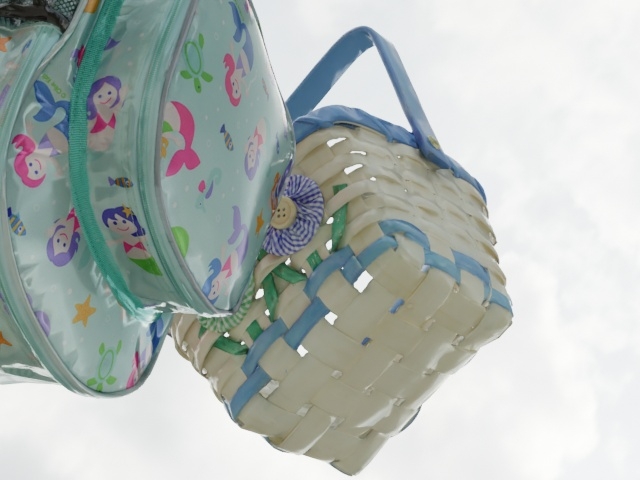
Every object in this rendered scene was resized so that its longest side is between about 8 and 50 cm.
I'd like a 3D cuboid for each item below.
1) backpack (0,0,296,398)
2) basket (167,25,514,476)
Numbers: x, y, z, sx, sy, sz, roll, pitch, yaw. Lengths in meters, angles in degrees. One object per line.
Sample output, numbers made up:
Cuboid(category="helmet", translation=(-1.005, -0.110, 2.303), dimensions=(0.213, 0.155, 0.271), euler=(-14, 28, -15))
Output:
Cuboid(category="backpack", translation=(-0.131, -0.041, 0.929), dimensions=(0.191, 0.253, 0.225), euler=(8, -40, 24))
Cuboid(category="basket", translation=(0.000, 0.000, 1.246), dimensions=(0.201, 0.289, 0.255), euler=(30, -70, -32))
